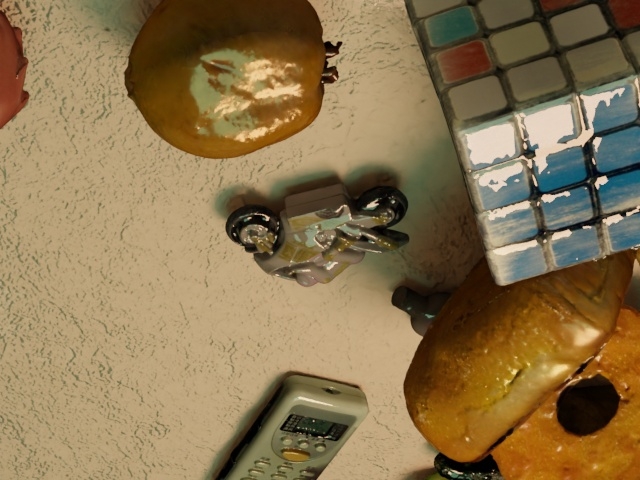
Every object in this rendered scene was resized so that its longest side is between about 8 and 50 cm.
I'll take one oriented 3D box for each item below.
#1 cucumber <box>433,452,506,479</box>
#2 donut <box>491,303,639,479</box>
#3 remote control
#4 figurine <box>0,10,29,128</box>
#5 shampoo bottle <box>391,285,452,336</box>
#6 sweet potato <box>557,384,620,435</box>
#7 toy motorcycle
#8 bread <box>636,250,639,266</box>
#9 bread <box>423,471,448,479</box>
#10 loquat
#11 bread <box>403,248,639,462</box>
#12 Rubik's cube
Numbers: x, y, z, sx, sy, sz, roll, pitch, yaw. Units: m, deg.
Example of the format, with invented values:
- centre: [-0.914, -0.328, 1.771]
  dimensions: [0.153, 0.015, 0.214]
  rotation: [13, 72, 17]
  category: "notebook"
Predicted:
- centre: [0.309, 0.356, 2.116]
  dimensions: [0.304, 0.072, 0.081]
  rotation: [10, 176, -16]
  category: "cucumber"
- centre: [0.372, 0.224, 1.878]
  dimensions: [0.303, 0.302, 0.110]
  rotation: [-25, 171, 15]
  category: "donut"
- centre: [-0.052, 0.311, 2.017]
  dimensions: [0.140, 0.056, 0.296]
  rotation: [17, 129, -23]
  category: "remote control"
- centre: [-0.377, -0.206, 1.374]
  dimensions: [0.207, 0.166, 0.386]
  rotation: [-29, 140, -36]
  category: "figurine"
- centre: [0.165, 0.105, 1.859]
  dimensions: [0.165, 0.040, 0.080]
  rotation: [27, 125, -31]
  category: "shampoo bottle"
- centre: [0.458, 0.295, 2.038]
  dimensions: [0.370, 0.157, 0.158]
  rotation: [8, 133, -28]
  category: "sweet potato"
- centre: [0.000, 0.000, 1.701]
  dimensions: [0.225, 0.073, 0.152]
  rotation: [-8, 137, 0]
  category: "toy motorcycle"
- centre: [0.496, 0.063, 1.849]
  dimensions: [0.077, 0.084, 0.367]
  rotation: [3, 148, 35]
  category: "bread"
- centre: [0.207, 0.416, 2.109]
  dimensions: [0.130, 0.139, 0.071]
  rotation: [-11, 134, -31]
  category: "bread"
- centre: [-0.088, -0.180, 1.430]
  dimensions: [0.234, 0.176, 0.187]
  rotation: [-13, 137, -12]
  category: "loquat"
- centre: [0.242, 0.077, 1.676]
  dimensions: [0.148, 0.328, 0.337]
  rotation: [37, 130, -3]
  category: "bread"
- centre: [0.259, -0.147, 1.471]
  dimensions: [0.259, 0.253, 0.256]
  rotation: [-18, 136, 6]
  category: "Rubik's cube"
